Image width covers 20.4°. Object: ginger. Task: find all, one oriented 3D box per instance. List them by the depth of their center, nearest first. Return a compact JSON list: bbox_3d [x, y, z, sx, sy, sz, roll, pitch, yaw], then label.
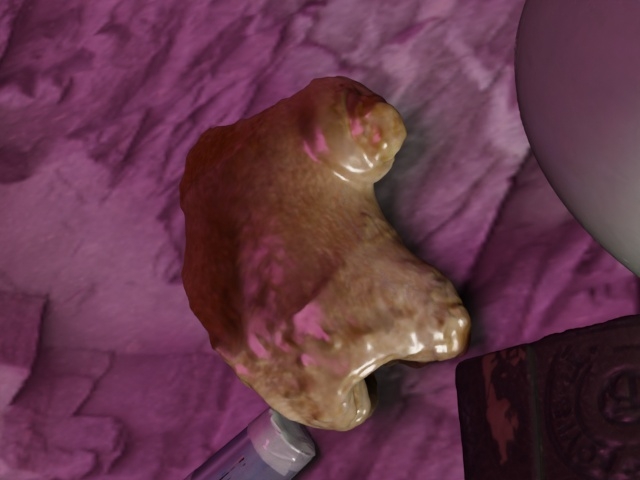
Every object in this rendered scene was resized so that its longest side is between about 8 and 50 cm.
[{"bbox_3d":[0.000,0.000,1.299,0.276,0.130,0.221,38,95,26],"label":"ginger"}]

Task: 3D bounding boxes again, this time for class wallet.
[{"bbox_3d":[0.173,0.209,1.153,0.170,0.044,0.321,-14,61,24],"label":"wallet"}]

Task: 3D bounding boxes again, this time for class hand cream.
[{"bbox_3d":[-0.105,0.222,1.384,0.255,0.048,0.079,-44,57,23],"label":"hand cream"}]

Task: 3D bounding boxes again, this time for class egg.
[{"bbox_3d":[0.286,-0.077,1.028,0.389,0.276,0.276,27,98,37],"label":"egg"}]
